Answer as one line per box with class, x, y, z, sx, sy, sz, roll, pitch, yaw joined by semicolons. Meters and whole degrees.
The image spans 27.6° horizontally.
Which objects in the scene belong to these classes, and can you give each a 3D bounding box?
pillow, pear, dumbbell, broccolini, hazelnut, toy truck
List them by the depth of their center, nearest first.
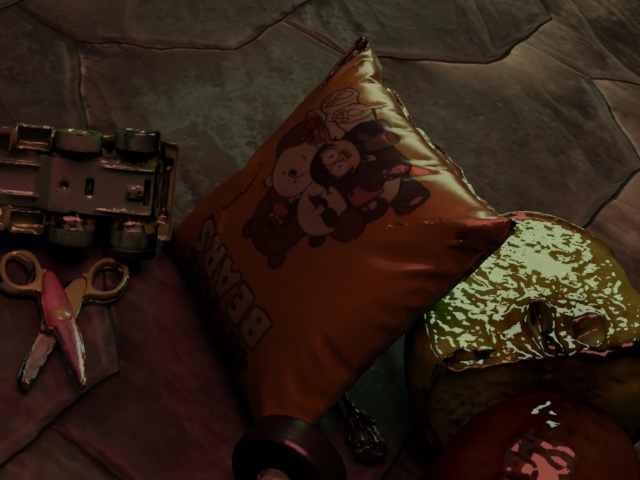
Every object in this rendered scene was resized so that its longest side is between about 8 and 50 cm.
dumbbell;-0.063;0.232;1.046;0.100;0.100;0.191;29;41;15
hazelnut;0.164;0.222;1.087;0.208;0.208;0.208;10;40;-8
pillow;0.000;0.000;1.222;0.119;0.312;0.310;28;22;-48
broccolini;0.023;0.156;1.229;0.035;0.030;0.140;-35;48;-2
pear;0.175;0.088;1.259;0.238;0.164;0.255;-6;39;-12
toy truck;-0.283;-0.060;1.320;0.259;0.128;0.135;4;10;-16

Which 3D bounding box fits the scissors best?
scissors;-0.249;0.073;1.232;0.133;0.020;0.187;3;39;-10
